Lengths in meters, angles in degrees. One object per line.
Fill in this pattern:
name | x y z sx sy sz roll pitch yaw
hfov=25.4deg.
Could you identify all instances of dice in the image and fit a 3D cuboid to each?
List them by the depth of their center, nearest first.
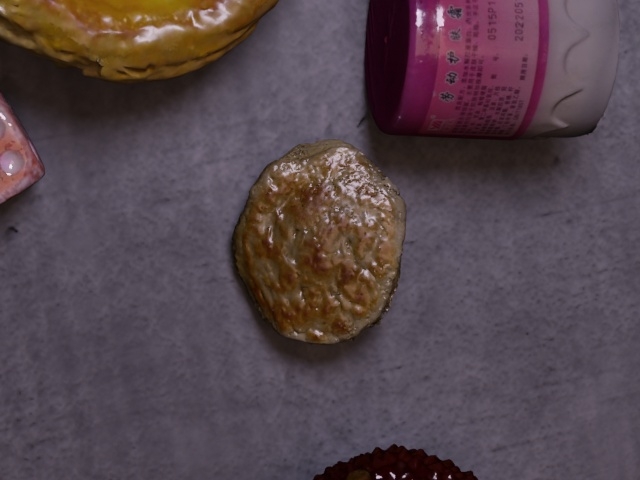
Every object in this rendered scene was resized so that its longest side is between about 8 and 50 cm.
dice | -0.304 -0.077 1.253 0.093 0.091 0.094 -30 105 -5

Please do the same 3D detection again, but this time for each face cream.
face cream | 0.152 -0.179 1.291 0.194 0.175 0.175 1 99 -11

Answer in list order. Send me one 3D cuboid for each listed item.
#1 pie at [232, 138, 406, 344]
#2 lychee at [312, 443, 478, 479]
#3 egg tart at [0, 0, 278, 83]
pie | 0.000 0.000 1.341 0.163 0.079 0.194 15 97 -4
lychee | 0.072 0.333 1.312 0.275 0.276 0.304 -25 122 -7
egg tart | -0.181 -0.328 1.195 0.387 0.169 0.388 -4 103 -19
